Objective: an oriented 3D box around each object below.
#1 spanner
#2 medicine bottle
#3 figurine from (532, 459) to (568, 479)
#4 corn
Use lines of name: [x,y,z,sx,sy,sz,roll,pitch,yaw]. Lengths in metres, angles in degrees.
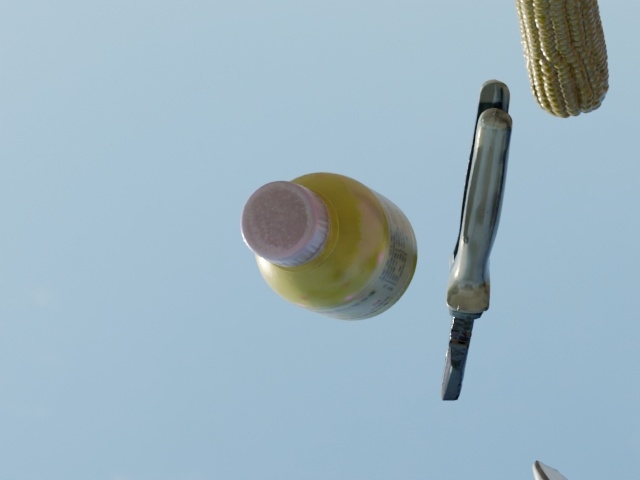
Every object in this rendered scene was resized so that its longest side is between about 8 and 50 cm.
spanner: [0.140,0.012,1.730,0.040,0.324,0.095,7,-149,2]
medicine bottle: [0.000,0.000,1.629,0.122,0.121,0.212,27,-179,21]
figurine: [0.167,0.411,1.998,0.323,0.340,0.231,44,-171,-37]
corn: [0.214,-0.211,1.715,0.080,0.231,0.080,-10,-140,9]
